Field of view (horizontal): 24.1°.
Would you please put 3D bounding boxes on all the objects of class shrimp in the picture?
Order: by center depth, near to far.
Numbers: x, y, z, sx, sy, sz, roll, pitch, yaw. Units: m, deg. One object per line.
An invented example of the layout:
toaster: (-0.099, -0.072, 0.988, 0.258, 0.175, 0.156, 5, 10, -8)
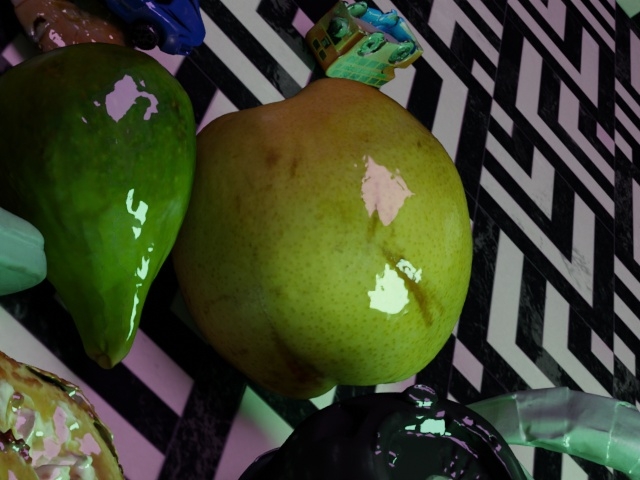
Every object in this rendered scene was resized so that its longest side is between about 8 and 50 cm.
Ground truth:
shrimp: (-0.267, -0.263, 1.573, 0.145, 0.061, 0.267, 21, 45, -34)

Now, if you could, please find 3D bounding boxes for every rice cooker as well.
rice cooker: (0.057, 0.261, 1.296, 0.267, 0.224, 0.267, 20, 43, -19)

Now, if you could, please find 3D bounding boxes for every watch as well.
watch: (0.271, 0.270, 1.651, 0.253, 0.241, 0.161, 48, 30, -14)

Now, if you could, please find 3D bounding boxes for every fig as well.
fig: (-0.192, -0.027, 1.308, 0.206, 0.206, 0.275, -1, 75, -58)

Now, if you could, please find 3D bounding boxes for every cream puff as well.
cream puff: (-0.235, 0.192, 1.031, 0.240, 0.164, 0.240, 53, 13, -18)

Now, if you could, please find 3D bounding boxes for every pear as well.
pear: (0.000, 0.000, 1.469, 0.314, 0.314, 0.314, 38, 33, -30)

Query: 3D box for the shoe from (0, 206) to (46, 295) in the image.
shoe: (-0.321, -0.016, 1.181, 0.251, 0.103, 0.100, 22, 44, -54)

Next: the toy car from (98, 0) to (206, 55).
toy car: (-0.202, -0.278, 1.547, 0.216, 0.063, 0.103, 39, 38, -14)

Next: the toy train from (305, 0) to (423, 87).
toy train: (0.057, -0.269, 2.040, 0.188, 0.099, 0.072, 2, 56, -56)
